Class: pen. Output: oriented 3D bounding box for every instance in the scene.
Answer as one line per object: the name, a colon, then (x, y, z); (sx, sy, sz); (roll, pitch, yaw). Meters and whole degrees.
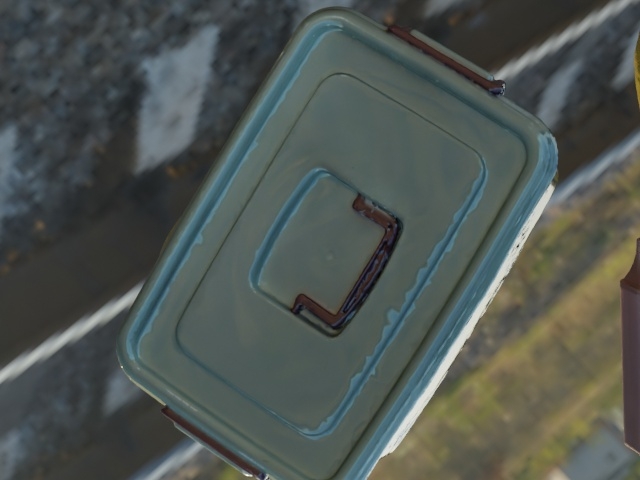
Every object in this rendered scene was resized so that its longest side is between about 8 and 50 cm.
pen: (0.273, 0.082, 1.529); (0.032, 0.197, 0.053); (-6, -165, -17)

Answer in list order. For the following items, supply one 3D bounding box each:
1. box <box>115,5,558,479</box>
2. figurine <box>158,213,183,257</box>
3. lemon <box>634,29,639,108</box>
box: (0.025, 0.012, 1.191); (0.294, 0.193, 0.167); (-59, 164, 7)
figurine: (0.000, 0.000, 1.771); (0.343, 0.187, 0.215); (-34, 127, 17)
lemon: (0.356, -0.140, 1.565); (0.170, 0.207, 0.170); (-13, 171, -2)
